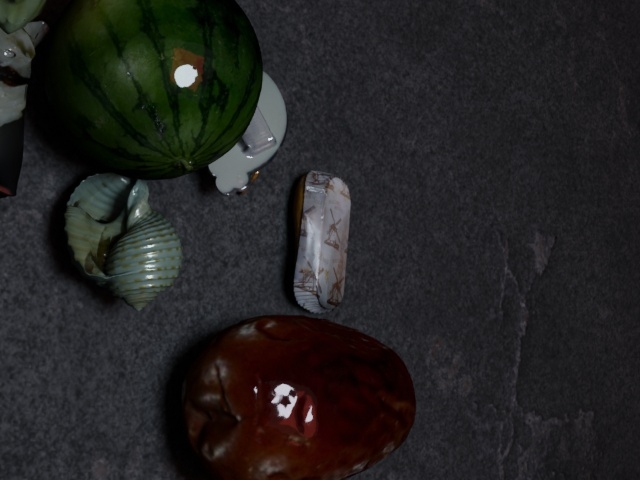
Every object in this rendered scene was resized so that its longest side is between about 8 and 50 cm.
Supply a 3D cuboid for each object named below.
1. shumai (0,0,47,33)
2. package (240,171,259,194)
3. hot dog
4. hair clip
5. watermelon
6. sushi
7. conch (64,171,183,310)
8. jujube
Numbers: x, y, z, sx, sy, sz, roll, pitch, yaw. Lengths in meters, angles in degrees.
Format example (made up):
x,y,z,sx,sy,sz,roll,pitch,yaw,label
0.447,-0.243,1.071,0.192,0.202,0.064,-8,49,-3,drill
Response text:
x,y,z,sx,sy,sz,roll,pitch,yaw,label
-0.347,-0.372,1.113,0.395,0.395,0.348,-40,119,-35,shumai
-0.107,-0.136,1.494,0.121,0.031,0.108,46,61,-26,package
0.000,0.000,1.558,0.108,0.059,0.191,19,70,-52,hot dog
-0.111,-0.175,1.448,0.140,0.054,0.220,-27,91,-32,hair clip
-0.183,-0.184,1.297,0.242,0.242,0.242,4,85,-40,watermelon
-0.380,-0.154,1.233,0.134,0.109,0.273,22,56,-30,sushi
-0.229,0.006,1.336,0.135,0.102,0.153,-4,55,-33,conch
-0.022,0.203,1.440,0.318,0.223,0.223,3,85,-48,jujube
